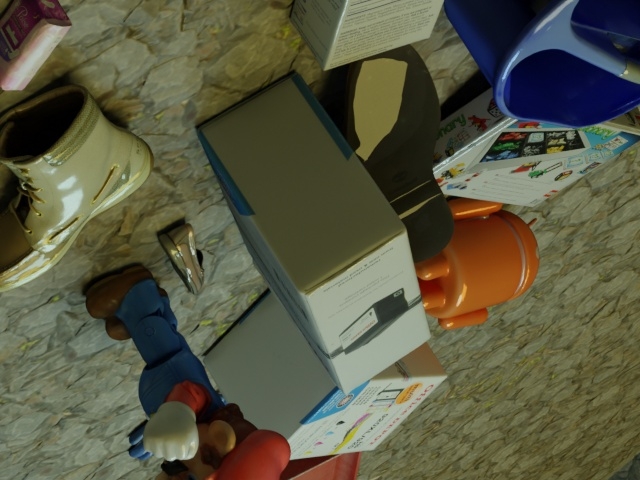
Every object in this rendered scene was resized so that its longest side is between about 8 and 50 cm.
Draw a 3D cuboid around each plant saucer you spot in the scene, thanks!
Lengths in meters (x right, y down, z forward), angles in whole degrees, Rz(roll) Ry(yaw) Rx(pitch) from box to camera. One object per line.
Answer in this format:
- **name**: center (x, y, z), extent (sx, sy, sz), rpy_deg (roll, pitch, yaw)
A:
- **plant saucer**: center (-0.063, 0.410, 2.785), extent (0.259, 0.048, 0.258), rpy_deg (-26, 155, -18)

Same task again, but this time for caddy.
- **caddy**: center (0.294, -0.232, 1.863), extent (0.341, 0.179, 0.241), rpy_deg (3, 137, -52)

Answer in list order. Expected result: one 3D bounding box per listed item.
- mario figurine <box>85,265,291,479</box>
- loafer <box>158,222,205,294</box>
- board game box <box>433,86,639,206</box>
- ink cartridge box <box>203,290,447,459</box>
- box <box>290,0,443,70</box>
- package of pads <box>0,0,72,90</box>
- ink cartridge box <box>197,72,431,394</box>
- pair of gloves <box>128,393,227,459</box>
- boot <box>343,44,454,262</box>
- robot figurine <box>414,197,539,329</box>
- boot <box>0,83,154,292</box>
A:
- **mario figurine**: center (-0.169, 0.194, 1.922), extent (0.198, 0.320, 0.170), rpy_deg (1, 139, -50)
- **loafer**: center (-0.145, 0.021, 1.970), extent (0.039, 0.045, 0.125), rpy_deg (-37, 154, -8)
- **board game box**: center (0.248, -0.116, 2.133), extent (0.193, 0.053, 0.305), rpy_deg (-33, 158, 29)
- **ink cartridge box**: center (0.009, 0.165, 2.267), extent (0.171, 0.168, 0.232), rpy_deg (-47, 153, 26)
- **box**: center (0.051, -0.244, 1.675), extent (0.126, 0.072, 0.137), rpy_deg (-20, 153, -26)
- **package of pads**: center (-0.248, -0.170, 1.478), extent (0.032, 0.050, 0.083), rpy_deg (1, 140, -51)
- **ink cartridge box**: center (0.000, 0.000, 1.883), extent (0.129, 0.223, 0.307), rpy_deg (-32, 156, -6)
- **pair of gloves**: center (-0.167, 0.243, 2.379), extent (0.198, 0.023, 0.159), rpy_deg (-6, 144, -47)
- **boot**: center (0.068, -0.114, 1.923), extent (0.112, 0.115, 0.305), rpy_deg (-23, 136, -9)
- **robot figurine**: center (0.194, 0.027, 2.286), extent (0.219, 0.158, 0.128), rpy_deg (-13, 172, -36)
- **boot**: center (-0.271, -0.049, 1.647), extent (0.213, 0.077, 0.165), rpy_deg (-39, 156, 1)
